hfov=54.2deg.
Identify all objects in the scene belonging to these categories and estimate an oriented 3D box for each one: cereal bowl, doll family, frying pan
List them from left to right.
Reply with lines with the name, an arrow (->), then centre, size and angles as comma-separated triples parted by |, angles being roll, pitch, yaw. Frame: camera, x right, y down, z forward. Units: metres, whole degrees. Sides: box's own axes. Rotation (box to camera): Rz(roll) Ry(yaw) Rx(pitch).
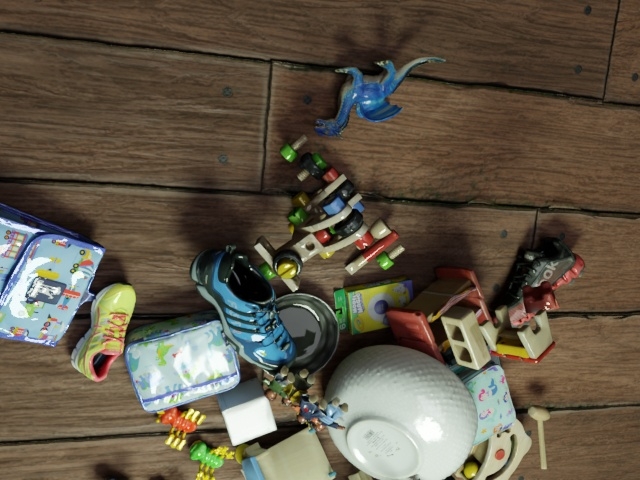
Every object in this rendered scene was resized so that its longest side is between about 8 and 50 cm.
frying pan -> -0.113, 0.184, 1.345 | 0.326, 0.053, 0.197 | 23, 93, -18
doll family -> -0.032, 0.333, 1.283 | 0.193, 0.076, 0.111 | 42, 127, 10
cereal bowl -> 0.154, 0.397, 1.329 | 0.339, 0.141, 0.338 | 12, 123, 19

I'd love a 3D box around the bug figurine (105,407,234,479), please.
bug figurine -> -0.325, 0.482, 1.333 | 0.216, 0.072, 0.279 | 43, 83, -27

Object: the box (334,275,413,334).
box -> 0.122, 0.148, 1.416 | 0.179, 0.043, 0.105 | -10, 104, -14

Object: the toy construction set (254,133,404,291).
toy construction set -> 0.000, 0.000, 1.282 | 0.237, 0.257, 0.309 | -40, 133, 13

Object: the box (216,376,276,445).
box -> -0.160, 0.365, 1.342 | 0.102, 0.101, 0.087 | -17, 106, -13

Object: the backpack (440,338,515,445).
backpack -> 0.312, 0.363, 1.453 | 0.254, 0.191, 0.225 | -21, 108, -7

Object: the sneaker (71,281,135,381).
sneaker -> -0.408, 0.181, 1.219 | 0.082, 0.094, 0.208 | 16, 102, -45

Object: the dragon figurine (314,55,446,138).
dragon figurine -> 0.115, -0.294, 1.290 | 0.289, 0.085, 0.144 | -14, 108, -9

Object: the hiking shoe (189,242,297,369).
hiking shoe -> -0.132, 0.144, 1.221 | 0.304, 0.132, 0.113 | 54, 54, -21

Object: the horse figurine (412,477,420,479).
horse figurine -> 0.146, 0.616, 1.286 | 0.174, 0.066, 0.263 | 41, 104, 2

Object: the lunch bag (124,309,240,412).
lunch bag -> -0.280, 0.249, 1.288 | 0.219, 0.090, 0.176 | -13, 108, -13

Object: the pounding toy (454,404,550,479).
pounding toy -> 0.450, 0.507, 1.536 | 0.154, 0.155, 0.269 | 32, 91, -25

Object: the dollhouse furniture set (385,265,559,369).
dollhouse furniture set -> 0.338, 0.173, 1.289 | 0.201, 0.374, 0.152 | -34, 110, -31

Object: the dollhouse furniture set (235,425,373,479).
dollhouse furniture set -> -0.045, 0.567, 1.442 | 0.286, 0.198, 0.303 | -19, 78, -42

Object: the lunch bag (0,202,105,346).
lunch bag -> -0.562, 0.065, 1.155 | 0.293, 0.138, 0.220 | 23, 95, -34

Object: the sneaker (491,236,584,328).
sneaker -> 0.499, 0.097, 1.493 | 0.276, 0.098, 0.135 | -41, 111, -7

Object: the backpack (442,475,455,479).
backpack -> 0.235, 0.627, 1.502 | 0.173, 0.158, 0.117 | -38, 97, 19
